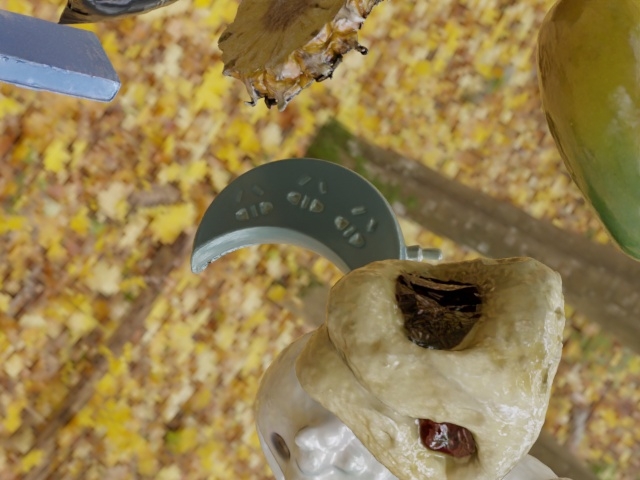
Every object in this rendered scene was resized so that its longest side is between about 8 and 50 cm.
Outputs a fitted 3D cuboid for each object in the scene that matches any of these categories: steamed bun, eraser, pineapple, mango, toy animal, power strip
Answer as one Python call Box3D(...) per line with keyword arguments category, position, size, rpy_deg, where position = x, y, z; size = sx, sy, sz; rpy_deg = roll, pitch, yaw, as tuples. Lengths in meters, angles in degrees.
Box3D(category="steamed bun", position=(0.067, 0.083, 0.994), size=(0.141, 0.155, 0.172), rpy_deg=(-77, -170, -46))
Box3D(category="eraser", position=(-0.430, -0.265, 1.971), size=(0.312, 0.144, 0.042), rpy_deg=(9, 123, -36))
Box3D(category="pineapple", position=(-0.017, -0.214, 1.368), size=(0.047, 0.221, 0.221), rpy_deg=(35, 89, -33))
Box3D(category="mango", position=(0.195, -0.073, 0.933), size=(0.092, 0.194, 0.130), rpy_deg=(-20, 147, 13))
Box3D(category="toy animal", position=(0.087, 0.189, 1.273), size=(0.249, 0.289, 0.174), rpy_deg=(-27, -167, 10))
Box3D(category="power strip", position=(0.000, 0.000, 1.525), size=(0.054, 0.253, 0.167), rpy_deg=(69, 41, -71))

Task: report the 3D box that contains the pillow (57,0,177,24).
Box3D(category="pillow", position=(-0.144, -0.213, 1.203), size=(0.150, 0.090, 0.048), rpy_deg=(-21, 103, -18))
